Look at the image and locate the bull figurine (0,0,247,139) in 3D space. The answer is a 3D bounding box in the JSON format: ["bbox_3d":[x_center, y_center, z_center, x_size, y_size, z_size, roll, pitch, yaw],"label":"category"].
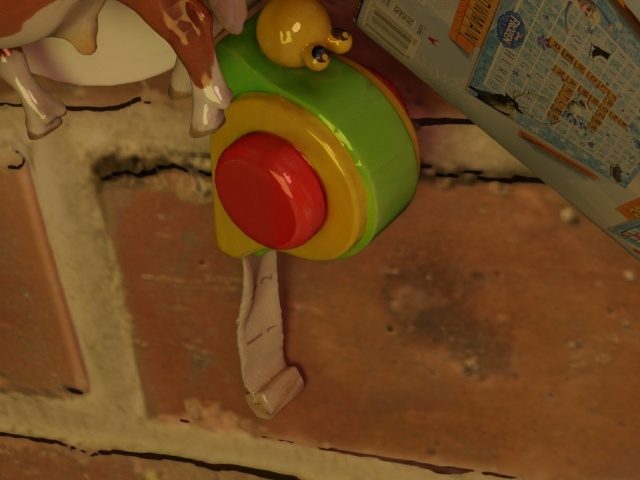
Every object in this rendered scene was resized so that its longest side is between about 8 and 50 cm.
[{"bbox_3d":[-0.173,-0.133,1.026,0.310,0.101,0.188,-8,118,37],"label":"bull figurine"}]

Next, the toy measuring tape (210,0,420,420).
[{"bbox_3d":[0.000,0.000,1.136,0.121,0.121,0.330,18,135,21],"label":"toy measuring tape"}]

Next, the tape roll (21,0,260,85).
[{"bbox_3d":[-0.132,-0.232,1.068,0.286,0.100,0.286,15,125,23],"label":"tape roll"}]

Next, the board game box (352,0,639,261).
[{"bbox_3d":[0.167,-0.066,0.899,0.318,0.066,0.319,40,170,2],"label":"board game box"}]
